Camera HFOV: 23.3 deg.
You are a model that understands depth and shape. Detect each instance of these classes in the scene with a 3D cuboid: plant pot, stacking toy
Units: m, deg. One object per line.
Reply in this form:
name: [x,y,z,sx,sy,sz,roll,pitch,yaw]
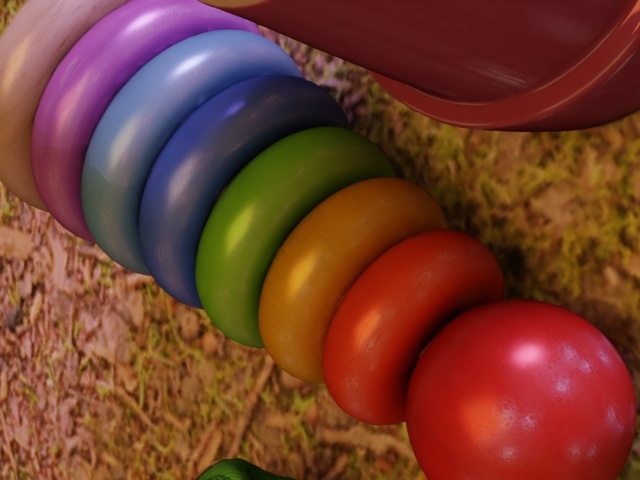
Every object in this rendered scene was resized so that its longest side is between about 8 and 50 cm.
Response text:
plant pot: [0.037,-0.143,0.575,0.201,0.180,0.201,1,91,46]
stacking toy: [0.000,0.000,0.669,0.330,0.141,0.141,36,117,31]

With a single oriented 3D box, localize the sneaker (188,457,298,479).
sneaker: [-0.059,0.175,0.741,0.344,0.134,0.146,-2,83,37]
